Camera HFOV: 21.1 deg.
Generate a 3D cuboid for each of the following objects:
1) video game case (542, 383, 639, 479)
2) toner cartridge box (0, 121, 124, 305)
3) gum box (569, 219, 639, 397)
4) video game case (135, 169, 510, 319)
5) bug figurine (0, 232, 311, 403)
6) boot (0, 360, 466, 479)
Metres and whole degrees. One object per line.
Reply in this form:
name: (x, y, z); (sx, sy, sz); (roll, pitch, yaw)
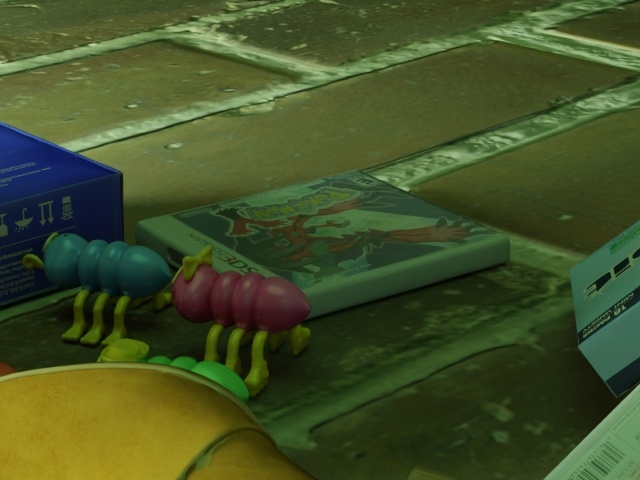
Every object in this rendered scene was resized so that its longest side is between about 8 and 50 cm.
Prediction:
video game case: (0.190, 0.118, 0.771); (0.143, 0.019, 0.157); (38, 64, 27)
toner cartridge box: (-0.315, 0.006, 1.128); (0.348, 0.075, 0.165); (-18, 26, -38)
gum box: (0.222, 0.008, 1.014); (0.157, 0.041, 0.184); (-37, 6, 13)
video game case: (0.000, 0.000, 1.218); (0.201, 0.023, 0.183); (-14, 25, -33)
bug figurine: (-0.122, 0.056, 1.006); (0.216, 0.072, 0.279); (7, 22, 16)
boot: (-0.067, 0.147, 0.727); (0.295, 0.104, 0.211); (10, 23, 14)
